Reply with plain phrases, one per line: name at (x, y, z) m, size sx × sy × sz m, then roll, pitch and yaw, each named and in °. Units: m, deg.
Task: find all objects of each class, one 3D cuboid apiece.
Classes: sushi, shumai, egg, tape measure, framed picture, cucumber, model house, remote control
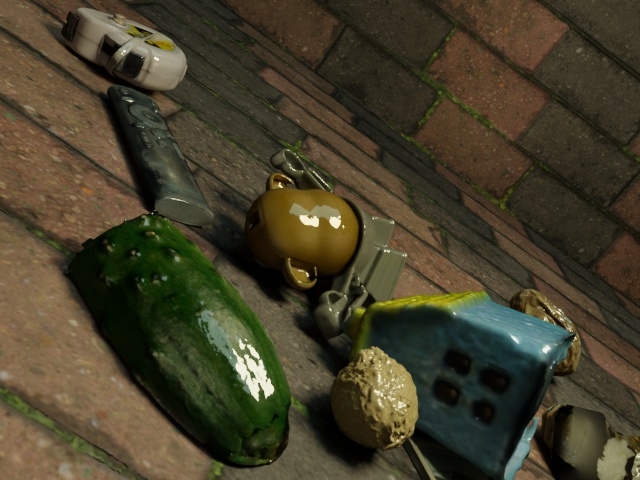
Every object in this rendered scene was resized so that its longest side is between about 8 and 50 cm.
sushi at (0.508, 0.382, 1.227) m, size 0.272 × 0.134 × 0.109 m, roll 21°, pitch -8°, yaw -15°
shumai at (0.465, 0.215, 1.510) m, size 0.153 × 0.161 × 0.210 m, roll -18°, pitch 78°, yaw -41°
egg at (0.069, 0.202, 0.874) m, size 0.116 × 0.118 × 0.140 m, roll 17°, pitch 13°, yaw -5°
tape measure at (-0.377, -0.385, 1.428) m, size 0.197 × 0.120 × 0.236 m, roll 40°, pitch 24°, yaw 27°
framed picture at (0.215, 0.342, 0.952) m, size 0.203 × 0.015 × 0.150 m, roll 22°, pitch 25°, yaw -36°
cucumber at (-0.144, 0.100, 0.773) m, size 0.325 × 0.105 × 0.145 m, roll 50°, pitch 22°, yaw 25°
model house at (0.196, 0.174, 1.012) m, size 0.303 × 0.216 × 0.237 m, roll 29°, pitch 12°, yaw 23°
remote control at (-0.284, -0.157, 1.193) m, size 0.107 × 0.044 × 0.378 m, roll 24°, pitch 24°, yaw -41°

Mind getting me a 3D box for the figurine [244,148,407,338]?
figurine at (0.000, -0.002, 1.138) m, size 0.284 × 0.167 × 0.342 m, roll 18°, pitch 24°, yaw -46°
